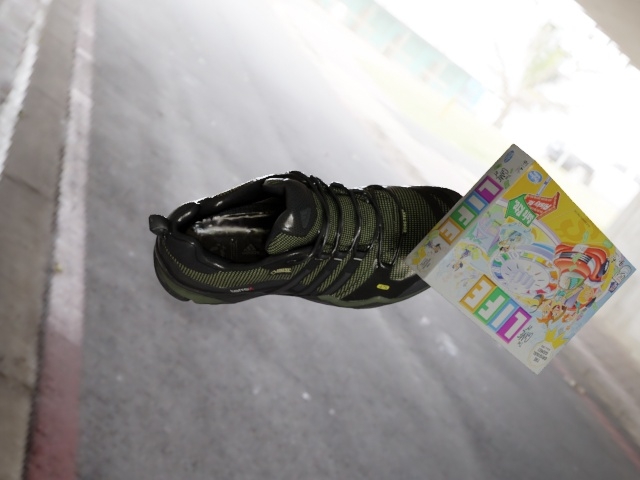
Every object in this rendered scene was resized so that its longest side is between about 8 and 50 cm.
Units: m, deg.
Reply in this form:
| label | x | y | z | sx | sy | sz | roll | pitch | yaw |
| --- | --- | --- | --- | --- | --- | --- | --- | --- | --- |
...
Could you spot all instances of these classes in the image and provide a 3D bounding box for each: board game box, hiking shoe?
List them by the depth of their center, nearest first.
| label | x | y | z | sx | sy | sz | roll | pitch | yaw |
| --- | --- | --- | --- | --- | --- | --- | --- | --- | --- |
| hiking shoe | 0.000 | 0.000 | 0.846 | 0.114 | 0.227 | 0.086 | 103 | -21 | -77 |
| board game box | 0.137 | 0.016 | 0.851 | 0.154 | 0.103 | 0.026 | 38 | 7 | -42 |
